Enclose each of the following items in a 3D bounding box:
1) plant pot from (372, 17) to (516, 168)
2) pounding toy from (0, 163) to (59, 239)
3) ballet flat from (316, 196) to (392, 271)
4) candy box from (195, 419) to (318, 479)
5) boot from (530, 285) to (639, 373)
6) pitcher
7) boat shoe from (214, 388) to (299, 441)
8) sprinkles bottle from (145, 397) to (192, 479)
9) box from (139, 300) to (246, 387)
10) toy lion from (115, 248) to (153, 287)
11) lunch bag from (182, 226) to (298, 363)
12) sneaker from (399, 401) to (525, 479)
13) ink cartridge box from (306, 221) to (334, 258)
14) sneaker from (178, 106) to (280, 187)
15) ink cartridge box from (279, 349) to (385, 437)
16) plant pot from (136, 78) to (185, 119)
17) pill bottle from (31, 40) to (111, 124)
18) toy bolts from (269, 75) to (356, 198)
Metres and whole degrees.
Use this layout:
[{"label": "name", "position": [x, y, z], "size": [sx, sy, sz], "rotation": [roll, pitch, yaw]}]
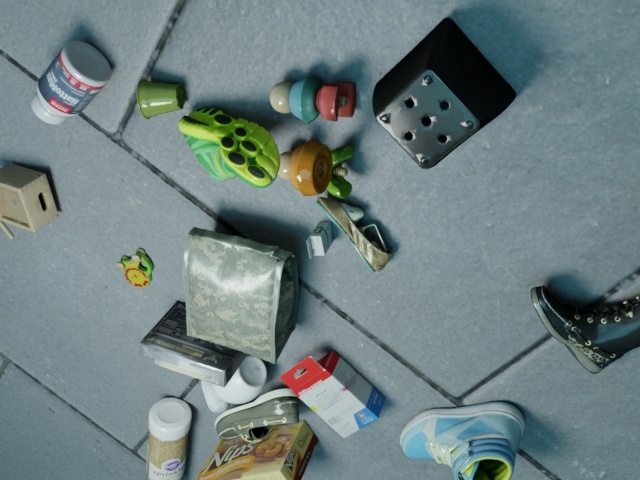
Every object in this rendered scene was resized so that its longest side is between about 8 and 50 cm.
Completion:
[{"label": "plant pot", "position": [0.197, -0.230, 1.094], "size": [0.188, 0.167, 0.187], "rotation": [45, 126, -9]}, {"label": "pounding toy", "position": [-0.769, -0.097, 1.616], "size": [0.206, 0.094, 0.181], "rotation": [16, 130, 23]}, {"label": "ballet flat", "position": [0.077, -0.027, 1.338], "size": [0.067, 0.073, 0.206], "rotation": [-39, 104, 7]}, {"label": "candy box", "position": [-0.178, 0.607, 1.741], "size": [0.316, 0.183, 0.088], "rotation": [-22, 109, 31]}, {"label": "boot", "position": [0.538, 0.142, 1.233], "size": [0.178, 0.085, 0.236], "rotation": [-35, 109, 32]}, {"label": "pitcher", "position": [-0.241, 0.343, 1.657], "size": [0.207, 0.125, 0.178], "rotation": [-34, 88, 45]}, {"label": "boat shoe", "position": [-0.173, 0.482, 1.699], "size": [0.305, 0.091, 0.109], "rotation": [-32, 146, 32]}, {"label": "sprinkles bottle", "position": [-0.456, 0.627, 1.906], "size": [0.121, 0.121, 0.355], "rotation": [20, 125, 10]}, {"label": "box", "position": [-0.297, 0.250, 1.574], "size": [0.231, 0.183, 0.056], "rotation": [15, 124, 12]}, {"label": "toy lion", "position": [-0.466, 0.077, 1.633], "size": [0.100, 0.034, 0.096], "rotation": [-22, 116, 31]}, {"label": "lunch bag", "position": [-0.177, 0.102, 1.446], "size": [0.235, 0.169, 0.287], "rotation": [15, 128, 13]}, {"label": "sneaker", "position": [0.302, 0.490, 1.462], "size": [0.319, 0.208, 0.127], "rotation": [-26, 109, 33]}, {"label": "ink cartridge box", "position": [0.000, 0.000, 1.363], "size": [0.028, 0.083, 0.048], "rotation": [0, 120, 22]}, {"label": "sneaker", "position": [-0.172, -0.175, 1.280], "size": [0.295, 0.109, 0.123], "rotation": [36, 153, 41]}, {"label": "ink cartridge box", "position": [0.029, 0.365, 1.576], "size": [0.231, 0.078, 0.134], "rotation": [44, 125, -8]}, {"label": "plant pot", "position": [-0.327, -0.295, 1.326], "size": [0.079, 0.083, 0.083], "rotation": [-1, 120, 9]}, {"label": "pill bottle", "position": [-0.539, -0.329, 1.367], "size": [0.180, 0.108, 0.108], "rotation": [-33, 104, 34]}, {"label": "toy bolts", "position": [-0.039, -0.194, 1.205], "size": [0.158, 0.218, 0.229], "rotation": [10, 105, 24]}]
